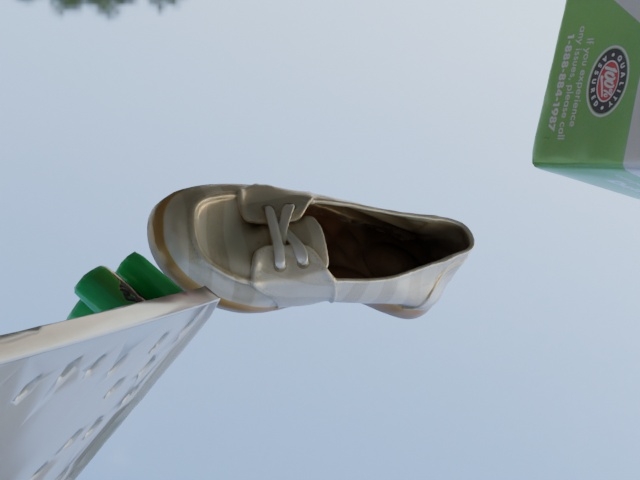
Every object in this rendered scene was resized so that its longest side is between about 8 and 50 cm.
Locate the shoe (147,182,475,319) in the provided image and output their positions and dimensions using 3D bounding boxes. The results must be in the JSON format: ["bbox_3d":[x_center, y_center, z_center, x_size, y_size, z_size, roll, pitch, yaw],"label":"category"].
[{"bbox_3d":[0.000,0.000,0.877,0.219,0.058,0.077,8,-121,-44],"label":"shoe"}]

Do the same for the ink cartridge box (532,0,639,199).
[{"bbox_3d":[0.267,-0.112,0.681,0.119,0.207,0.353,16,175,-33],"label":"ink cartridge box"}]

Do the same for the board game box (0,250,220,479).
[{"bbox_3d":[-0.219,0.165,0.602,0.050,0.390,0.390,41,-173,6],"label":"board game box"}]
